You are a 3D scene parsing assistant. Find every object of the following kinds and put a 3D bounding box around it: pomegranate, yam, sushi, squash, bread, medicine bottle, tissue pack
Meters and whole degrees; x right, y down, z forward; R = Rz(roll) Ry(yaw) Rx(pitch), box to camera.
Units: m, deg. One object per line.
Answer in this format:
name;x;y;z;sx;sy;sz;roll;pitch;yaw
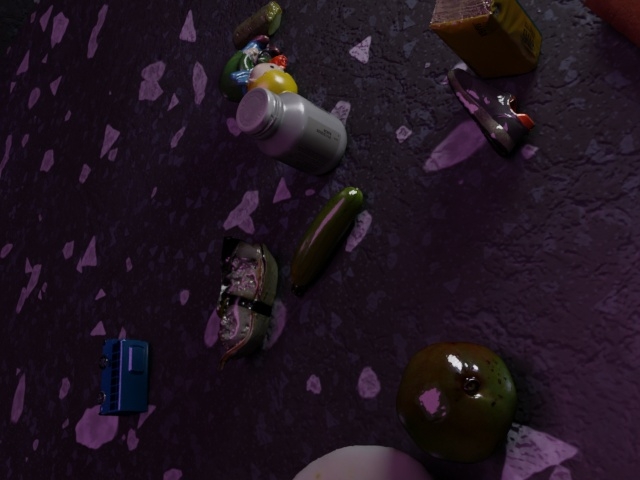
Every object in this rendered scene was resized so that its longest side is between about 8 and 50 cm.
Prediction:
pomegranate;0.194;0.248;0.989;0.209;0.180;0.179;103;152;-52
yam;-0.148;-0.516;1.614;0.147;0.070;0.069;-22;62;35
sushi;-0.148;0.135;1.366;0.109;0.134;0.272;-3;60;10
squash;0.000;0.000;1.301;0.066;0.066;0.252;44;106;42
bread;0.485;-0.343;0.970;0.119;0.067;0.192;-47;50;21
medicine bottle;-0.060;-0.221;1.326;0.135;0.215;0.135;-16;65;39
tissue pack;0.274;-0.343;1.095;0.120;0.169;0.082;6;75;43

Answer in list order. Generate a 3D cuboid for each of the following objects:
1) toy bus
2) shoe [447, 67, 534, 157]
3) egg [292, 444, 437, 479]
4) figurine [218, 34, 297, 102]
toy bus;-0.473;0.327;1.612;0.106;0.090;0.184;-19;66;37
shoe;0.286;-0.230;1.121;0.077;0.074;0.194;-35;57;15
egg;0.068;0.491;0.980;0.337;0.201;0.337;-17;44;17
figurine;-0.114;-0.367;1.503;0.234;0.127;0.185;22;67;47
